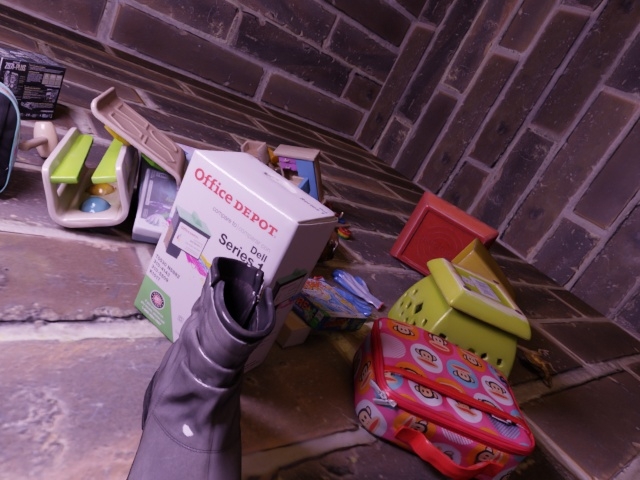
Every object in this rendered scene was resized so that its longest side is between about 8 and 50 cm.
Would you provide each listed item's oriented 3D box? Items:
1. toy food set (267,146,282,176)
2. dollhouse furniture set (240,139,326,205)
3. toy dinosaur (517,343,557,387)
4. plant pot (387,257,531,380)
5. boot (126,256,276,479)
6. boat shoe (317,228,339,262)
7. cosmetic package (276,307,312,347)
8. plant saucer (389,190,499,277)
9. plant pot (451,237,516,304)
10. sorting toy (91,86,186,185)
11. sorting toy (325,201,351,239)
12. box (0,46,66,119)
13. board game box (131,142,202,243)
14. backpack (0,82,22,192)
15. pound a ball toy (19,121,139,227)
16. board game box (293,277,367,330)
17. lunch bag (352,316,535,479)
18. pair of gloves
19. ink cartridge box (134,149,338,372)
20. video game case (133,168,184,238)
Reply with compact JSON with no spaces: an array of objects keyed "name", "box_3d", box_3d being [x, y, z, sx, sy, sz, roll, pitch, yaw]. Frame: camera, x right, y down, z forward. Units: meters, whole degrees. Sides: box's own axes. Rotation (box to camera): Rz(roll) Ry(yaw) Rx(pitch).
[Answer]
[{"name":"toy food set","box_3d":[-0.127,-0.277,1.691,0.232,0.111,0.104,5,30,-42]},{"name":"dollhouse furniture set","box_3d":[-0.156,-0.124,1.351,0.286,0.198,0.303,13,46,22]},{"name":"toy dinosaur","box_3d":[0.588,0.321,1.250,0.092,0.053,0.183,10,26,-37]},{"name":"plant pot","box_3d":[0.302,0.182,0.989,0.227,0.207,0.228,24,19,-9]},{"name":"boot","box_3d":[-0.112,0.168,0.447,0.118,0.223,0.338,17,22,-30]},{"name":"boat shoe","box_3d":[0.000,0.000,1.176,0.104,0.111,0.307,25,20,-5]},{"name":"cosmetic package","box_3d":[-0.076,0.141,0.831,0.115,0.041,0.060,40,22,30]},{"name":"plant saucer","box_3d":[0.377,0.018,1.424,0.258,0.259,0.047,33,29,12]},{"name":"plant pot","box_3d":[0.427,0.145,1.273,0.187,0.212,0.212,45,22,9]},{"name":"sorting toy","box_3d":[-0.358,-0.207,0.909,0.208,0.038,0.193,44,9,-27]},{"name":"sorting toy","box_3d":[0.020,-0.098,1.543,0.274,0.046,0.132,37,21,24]},{"name":"box","box_3d":[-0.728,-0.375,1.085,0.077,0.147,0.180,31,20,6]},{"name":"board game box","box_3d":[-0.250,-0.096,1.031,0.318,0.066,0.318,13,36,-26]},{"name":"backpack","box_3d":[-0.592,-0.190,0.747,0.165,0.188,0.144,13,25,-35]},{"name":"pound a ball toy","box_3d":[-0.478,-0.134,0.895,0.208,0.136,0.319,-4,28,-16]},{"name":"board game box","box_3d":[0.001,0.126,0.915,0.136,0.035,0.201,39,9,27]},{"name":"lunch bag","box_3d":[0.198,0.276,0.766,0.293,0.120,0.258,24,24,-7]},{"name":"pair of gloves","box_3d":[0.074,0.125,1.098,0.159,0.023,0.198,36,22,19]},{"name":"ink cartridge box","box_3d":[-0.132,0.033,0.671,0.201,0.278,0.117,36,21,21]},{"name":"video game case","box_3d":[-0.264,-0.061,0.888,0.173,0.022,0.190,14,36,-24]}]
